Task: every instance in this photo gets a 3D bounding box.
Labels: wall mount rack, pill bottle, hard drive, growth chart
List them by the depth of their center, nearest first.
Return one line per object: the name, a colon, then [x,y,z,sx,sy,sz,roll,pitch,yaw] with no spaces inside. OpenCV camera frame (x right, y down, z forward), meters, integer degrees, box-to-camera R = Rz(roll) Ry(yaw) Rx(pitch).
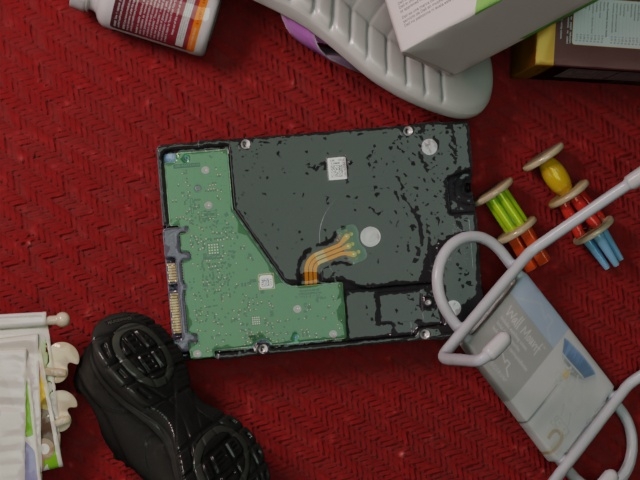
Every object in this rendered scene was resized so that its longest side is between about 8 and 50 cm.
growth chart: [-0.340,0.187,1.518,0.172,0.021,0.237,5,90,-15]
pill bottle: [-0.184,-0.256,1.557,0.152,0.086,0.086,17,89,-5]
wall mount rack: [0.292,0.099,1.562,0.304,0.130,0.350,-47,108,-24]
hard drive: [0.000,0.000,1.587,0.338,0.064,0.237,-6,91,-5]

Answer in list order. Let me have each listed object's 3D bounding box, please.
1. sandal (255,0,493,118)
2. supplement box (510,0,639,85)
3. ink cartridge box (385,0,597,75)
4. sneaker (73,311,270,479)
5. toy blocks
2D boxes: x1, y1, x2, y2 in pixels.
sandal: [0.004,-0.259,1.563,0.416,0.102,0.169,31,57,-16]
supplement box: [0.316,-0.269,1.577,0.194,0.129,0.191,3,90,-5]
ink cartridge box: [0.151,-0.338,1.488,0.198,0.114,0.273,-25,69,30]
sneaker: [-0.157,0.214,1.545,0.109,0.130,0.286,-26,77,-42]
toy blocks: [0.255,-0.014,1.613,0.123,0.054,0.148,-35,94,-4]
